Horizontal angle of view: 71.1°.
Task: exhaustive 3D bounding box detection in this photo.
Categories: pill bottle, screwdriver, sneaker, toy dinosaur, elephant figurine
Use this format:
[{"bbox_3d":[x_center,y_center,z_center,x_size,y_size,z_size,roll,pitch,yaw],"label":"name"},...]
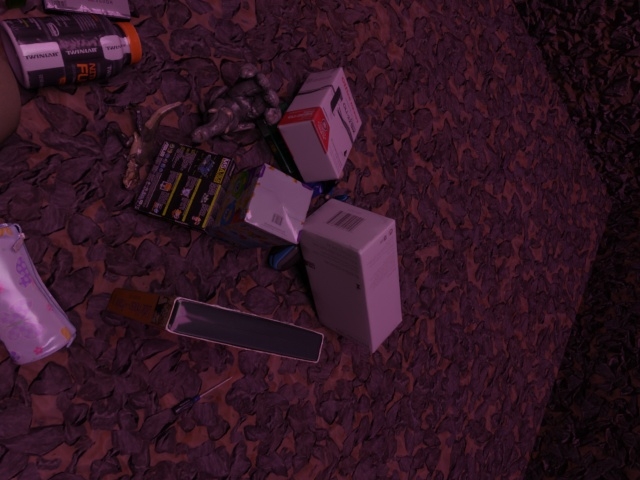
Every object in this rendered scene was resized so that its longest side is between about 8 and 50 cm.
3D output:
[{"bbox_3d":[-0.513,-0.405,0.946,0.246,0.130,0.130,-26,102,-35],"label":"pill bottle"},{"bbox_3d":[-0.291,0.387,1.127,0.170,0.025,0.024,-23,101,-35],"label":"screwdriver"},{"bbox_3d":[0.000,0.000,1.308,0.341,0.125,0.139,-39,114,-30],"label":"sneaker"},{"bbox_3d":[-0.427,-0.250,1.045,0.118,0.064,0.268,41,62,-45],"label":"toy dinosaur"},{"bbox_3d":[-0.235,-0.330,1.145,0.239,0.186,0.169,-35,72,-7],"label":"elephant figurine"}]

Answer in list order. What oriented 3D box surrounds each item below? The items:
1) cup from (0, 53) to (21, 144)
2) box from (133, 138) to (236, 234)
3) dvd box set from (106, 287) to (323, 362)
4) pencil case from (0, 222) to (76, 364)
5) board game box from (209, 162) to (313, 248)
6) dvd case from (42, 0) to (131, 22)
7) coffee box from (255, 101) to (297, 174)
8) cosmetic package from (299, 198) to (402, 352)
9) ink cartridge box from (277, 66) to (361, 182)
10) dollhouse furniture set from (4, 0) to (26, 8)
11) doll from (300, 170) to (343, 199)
[{"bbox_3d":[-0.664,-0.242,0.739,0.237,0.331,0.331,-32,107,-56],"label":"cup"},{"bbox_3d":[-0.318,-0.129,1.059,0.184,0.045,0.190,16,75,5],"label":"box"},{"bbox_3d":[-0.238,0.169,0.934,0.308,0.420,0.062,21,75,-33],"label":"dvd box set"},{"bbox_3d":[-0.589,0.102,0.866,0.124,0.113,0.273,-27,104,-26],"label":"pencil case"},{"bbox_3d":[-0.166,-0.072,1.092,0.144,0.275,0.142,25,72,-33],"label":"board game box"},{"bbox_3d":[-0.540,-0.622,1.003,0.179,0.030,0.238,-12,95,-37],"label":"dvd case"},{"bbox_3d":[-0.101,-0.295,1.302,0.113,0.040,0.184,-41,110,-33],"label":"coffee box"},{"bbox_3d":[0.089,0.100,1.227,0.156,0.217,0.384,-40,135,-33],"label":"cosmetic package"},{"bbox_3d":[0.008,-0.328,1.269,0.197,0.114,0.272,62,37,-40],"label":"ink cartridge box"},{"bbox_3d":[-0.652,-0.553,0.896,0.076,0.059,0.151,-33,106,-34],"label":"dollhouse furniture set"},{"bbox_3d":[0.003,-0.181,1.364,0.189,0.046,0.129,-28,126,-37],"label":"doll"}]
